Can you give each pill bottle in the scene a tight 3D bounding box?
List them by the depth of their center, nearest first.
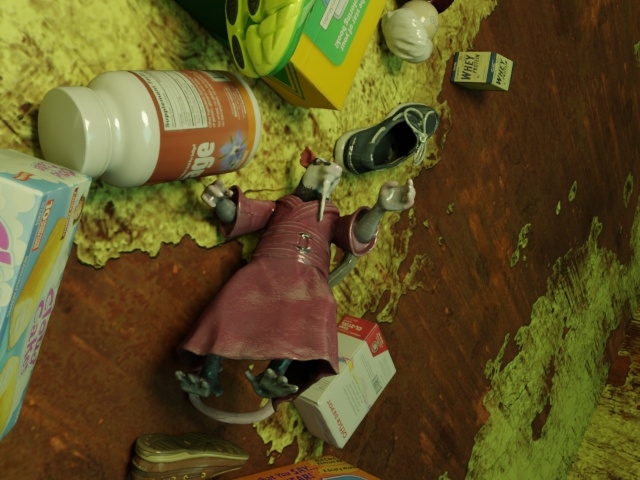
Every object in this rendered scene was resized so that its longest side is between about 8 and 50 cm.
[{"bbox_3d":[-0.178,-0.121,0.742,0.216,0.121,0.121,-16,113,-47],"label":"pill bottle"}]

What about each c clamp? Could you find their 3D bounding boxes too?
[{"bbox_3d":[0.010,0.023,1.070,0.161,0.022,0.137,-33,128,-43],"label":"c clamp"}]

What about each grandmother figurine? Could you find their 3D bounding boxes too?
[{"bbox_3d":[0.179,-0.445,1.095,0.208,0.104,0.342,23,80,-42],"label":"grandmother figurine"}]

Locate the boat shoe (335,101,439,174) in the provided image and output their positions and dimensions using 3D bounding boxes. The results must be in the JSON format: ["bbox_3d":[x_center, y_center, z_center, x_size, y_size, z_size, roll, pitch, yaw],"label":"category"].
[{"bbox_3d":[0.129,-0.169,1.131,0.255,0.079,0.095,-24,118,-44],"label":"boat shoe"}]

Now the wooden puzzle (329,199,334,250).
[{"bbox_3d":[0.000,0.000,1.080,0.078,0.014,0.116,45,67,-52],"label":"wooden puzzle"}]

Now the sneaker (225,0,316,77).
[{"bbox_3d":[-0.006,-0.305,0.735,0.123,0.109,0.295,24,85,-47],"label":"sneaker"}]

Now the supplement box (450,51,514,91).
[{"bbox_3d":[0.302,-0.315,1.291,0.083,0.083,0.056,3,98,-49],"label":"supplement box"}]

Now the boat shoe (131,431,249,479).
[{"bbox_3d":[-0.175,0.296,0.924,0.178,0.064,0.060,17,93,-45],"label":"boat shoe"}]

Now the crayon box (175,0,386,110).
[{"bbox_3d":[-0.023,-0.398,0.858,0.313,0.106,0.362,35,75,-51],"label":"crayon box"}]

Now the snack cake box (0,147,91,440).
[{"bbox_3d":[-0.293,0.060,0.594,0.152,0.089,0.264,-105,-146,-80],"label":"snack cake box"}]

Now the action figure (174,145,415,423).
[{"bbox_3d":[-0.027,0.039,0.900,0.275,0.248,0.370,92,14,-55],"label":"action figure"}]

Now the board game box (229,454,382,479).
[{"bbox_3d":[0.005,0.566,0.983,0.356,0.357,0.356,7,96,-51],"label":"board game box"}]

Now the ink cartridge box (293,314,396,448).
[{"bbox_3d":[0.038,0.232,1.147,0.175,0.072,0.127,-48,134,-30],"label":"ink cartridge box"}]
